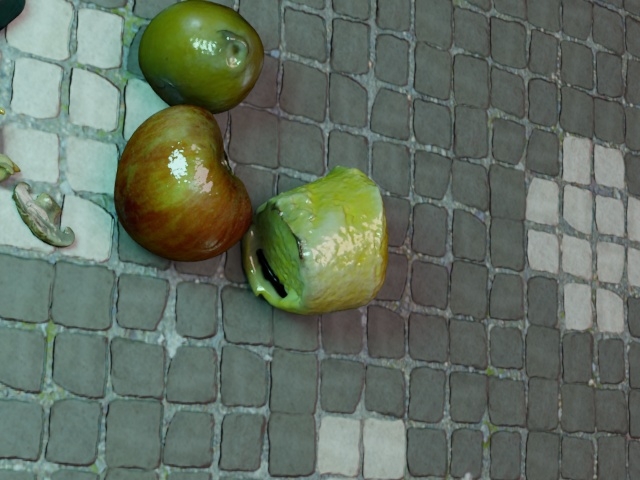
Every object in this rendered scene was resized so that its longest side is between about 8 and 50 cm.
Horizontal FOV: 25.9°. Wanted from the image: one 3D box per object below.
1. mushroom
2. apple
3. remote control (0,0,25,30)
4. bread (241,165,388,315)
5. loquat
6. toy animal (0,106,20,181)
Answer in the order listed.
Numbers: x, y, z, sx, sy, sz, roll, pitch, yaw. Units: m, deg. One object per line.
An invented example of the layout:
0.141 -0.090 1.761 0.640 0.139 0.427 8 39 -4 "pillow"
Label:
-0.337 -0.030 1.692 0.101 0.019 0.049 49 56 -23 "mushroom"
-0.172 -0.067 1.733 0.160 0.173 0.195 -32 100 -40 "apple"
-0.434 -0.245 1.632 0.222 0.042 0.072 -48 115 -33 "remote control"
0.001 0.003 1.861 0.171 0.197 0.197 -12 90 -33 "bread"
-0.149 -0.234 1.768 0.152 0.195 0.152 -4 97 -30 "loquat"
-0.381 -0.109 1.643 0.081 0.060 0.083 -44 110 2 "toy animal"
